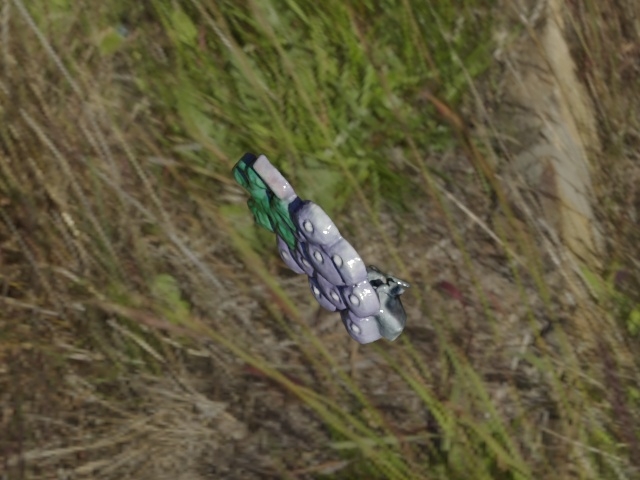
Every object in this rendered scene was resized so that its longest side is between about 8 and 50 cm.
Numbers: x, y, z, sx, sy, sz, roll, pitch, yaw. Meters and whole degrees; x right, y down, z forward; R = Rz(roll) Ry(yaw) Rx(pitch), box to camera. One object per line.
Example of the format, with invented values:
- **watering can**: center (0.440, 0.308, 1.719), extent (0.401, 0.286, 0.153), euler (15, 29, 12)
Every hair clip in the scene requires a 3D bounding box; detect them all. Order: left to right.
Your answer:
- **hair clip**: center (0.001, -0.001, 1.043), extent (0.052, 0.124, 0.195), euler (-40, 80, -24)
